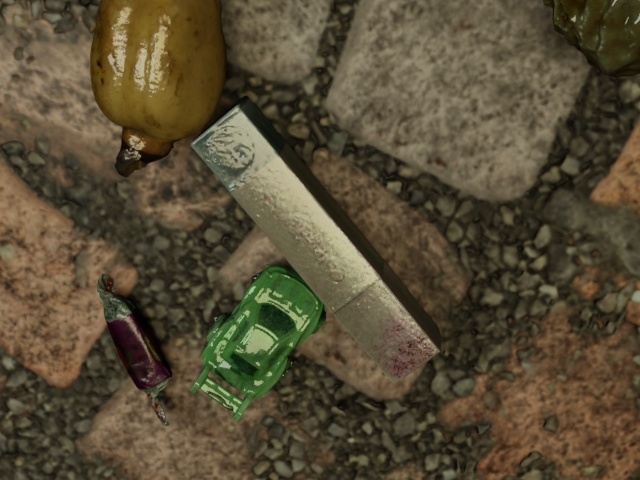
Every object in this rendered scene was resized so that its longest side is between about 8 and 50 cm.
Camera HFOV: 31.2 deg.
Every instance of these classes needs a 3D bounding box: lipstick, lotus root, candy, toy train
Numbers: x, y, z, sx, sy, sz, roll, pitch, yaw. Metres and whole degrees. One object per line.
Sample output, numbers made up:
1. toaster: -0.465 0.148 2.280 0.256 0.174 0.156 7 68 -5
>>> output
1. lipstick: 0.000 0.000 1.150 0.066 0.068 0.317 -38 100 13
2. lotus root: -0.155 -0.165 1.091 0.125 0.118 0.220 19 113 33
3. candy: -0.192 0.114 1.210 0.043 0.045 0.175 -23 103 5
4. toy train: -0.063 0.102 1.178 0.099 0.081 0.149 36 106 -5

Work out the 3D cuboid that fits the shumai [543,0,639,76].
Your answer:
1. shumai: 0.254 -0.286 1.012 0.218 0.189 0.255 20 124 17
